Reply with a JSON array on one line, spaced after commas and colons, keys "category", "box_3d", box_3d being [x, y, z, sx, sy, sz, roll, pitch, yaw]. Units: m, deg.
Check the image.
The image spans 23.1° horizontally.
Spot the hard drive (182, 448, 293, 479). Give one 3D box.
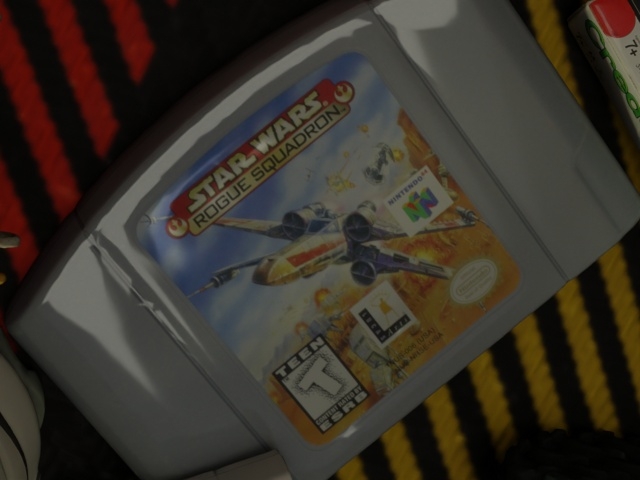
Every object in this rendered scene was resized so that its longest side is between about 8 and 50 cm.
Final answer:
[{"category": "hard drive", "box_3d": [-0.154, 0.266, 0.780, 0.353, 0.047, 0.233, -19, 111, -8]}]

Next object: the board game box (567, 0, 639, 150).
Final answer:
[{"category": "board game box", "box_3d": [0.287, -0.031, 0.806, 0.193, 0.053, 0.305, -30, 89, -6]}]

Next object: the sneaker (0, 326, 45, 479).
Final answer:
[{"category": "sneaker", "box_3d": [-0.257, 0.026, 0.682, 0.330, 0.146, 0.122, 33, 96, -18]}]

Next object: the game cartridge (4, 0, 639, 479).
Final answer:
[{"category": "game cartridge", "box_3d": [0.000, 0.000, 0.792, 0.297, 0.062, 0.198, -39, 115, -2]}]

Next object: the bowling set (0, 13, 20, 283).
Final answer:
[{"category": "bowling set", "box_3d": [-0.216, -0.131, 0.644, 0.287, 0.154, 0.200, 29, 96, -20]}]

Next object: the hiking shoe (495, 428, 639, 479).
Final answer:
[{"category": "hiking shoe", "box_3d": [0.224, 0.198, 0.871, 0.304, 0.113, 0.132, 18, 98, -19]}]
